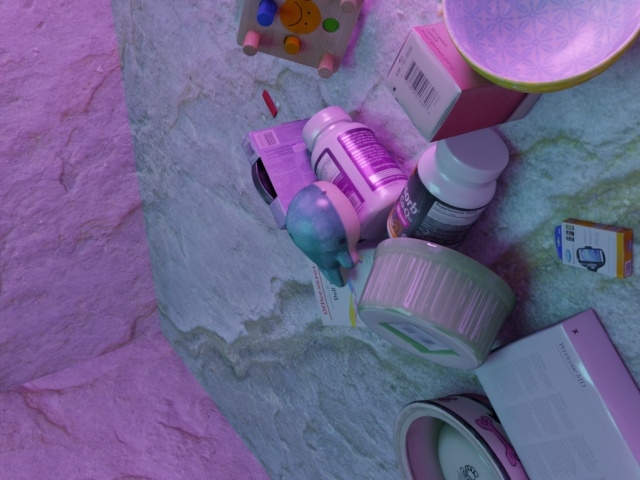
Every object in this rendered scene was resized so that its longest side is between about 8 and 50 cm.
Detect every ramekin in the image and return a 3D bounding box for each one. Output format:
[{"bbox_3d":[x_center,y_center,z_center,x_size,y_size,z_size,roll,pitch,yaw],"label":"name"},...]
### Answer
[{"bbox_3d":[0.222,0.136,1.321,0.303,0.148,0.303,24,161,9],"label":"ramekin"}]

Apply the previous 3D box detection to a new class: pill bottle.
[{"bbox_3d":[0.083,-0.165,1.528,0.302,0.169,0.169,58,148,23],"label":"pill bottle"},{"bbox_3d":[0.248,-0.092,1.294,0.162,0.162,0.278,56,148,25],"label":"pill bottle"}]

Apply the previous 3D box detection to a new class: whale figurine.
[{"bbox_3d":[0.000,0.000,1.468,0.216,0.141,0.272,50,156,37],"label":"whale figurine"}]

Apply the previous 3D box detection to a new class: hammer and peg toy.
[{"bbox_3d":[-0.038,-0.543,1.428,0.361,0.265,0.127,113,168,-51],"label":"hammer and peg toy"}]

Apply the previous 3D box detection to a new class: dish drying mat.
[{"bbox_3d":[-0.151,-0.407,1.950,0.083,0.008,0.032,61,150,16],"label":"dish drying mat"}]

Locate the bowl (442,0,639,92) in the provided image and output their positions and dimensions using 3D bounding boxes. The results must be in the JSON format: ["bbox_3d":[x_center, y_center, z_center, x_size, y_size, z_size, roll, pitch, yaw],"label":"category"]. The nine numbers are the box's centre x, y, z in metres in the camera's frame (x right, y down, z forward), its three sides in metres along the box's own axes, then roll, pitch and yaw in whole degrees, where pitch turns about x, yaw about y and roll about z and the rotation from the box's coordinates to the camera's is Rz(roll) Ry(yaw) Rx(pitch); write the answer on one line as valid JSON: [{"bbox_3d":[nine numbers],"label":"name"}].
[{"bbox_3d":[0.336,-0.336,0.976,0.290,0.289,0.156,59,-169,21],"label":"bowl"}]

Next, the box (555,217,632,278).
[{"bbox_3d":[0.464,0.010,1.123,0.136,0.028,0.081,22,125,57],"label":"box"}]

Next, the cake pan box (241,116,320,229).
[{"bbox_3d":[-0.038,-0.174,1.629,0.246,0.266,0.070,63,148,9],"label":"cake pan box"}]

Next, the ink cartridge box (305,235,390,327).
[{"bbox_3d":[0.091,0.105,1.638,0.353,0.119,0.207,-5,103,46],"label":"ink cartridge box"}]

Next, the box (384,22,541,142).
[{"bbox_3d":[0.252,-0.277,1.105,0.149,0.232,0.127,59,148,21],"label":"box"}]

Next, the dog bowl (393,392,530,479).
[{"bbox_3d":[0.350,0.533,1.493,0.408,0.150,0.408,37,135,47],"label":"dog bowl"}]

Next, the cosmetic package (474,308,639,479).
[{"bbox_3d":[0.476,0.349,1.226,0.377,0.097,0.284,65,152,12],"label":"cosmetic package"}]
